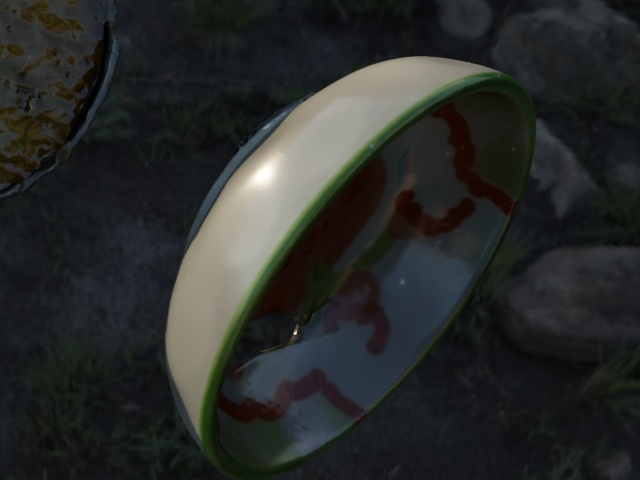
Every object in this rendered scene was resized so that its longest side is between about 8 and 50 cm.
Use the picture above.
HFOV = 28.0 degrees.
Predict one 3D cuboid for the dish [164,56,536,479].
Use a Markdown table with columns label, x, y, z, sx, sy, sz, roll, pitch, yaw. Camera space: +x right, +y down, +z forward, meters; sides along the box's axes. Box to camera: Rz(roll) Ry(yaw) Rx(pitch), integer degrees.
| label | x | y | z | sx | sy | sz | roll | pitch | yaw |
| --- | --- | --- | --- | --- | --- | --- | --- | --- | --- |
| dish | 0.000 | 0.000 | 0.881 | 0.124 | 0.324 | 0.324 | 38 | 54 | 25 |

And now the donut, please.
| label | x | y | z | sx | sy | sz | roll | pitch | yaw |
| --- | --- | --- | --- | --- | --- | --- | --- | --- | --- |
| donut | -0.270 | -0.163 | 0.919 | 0.272 | 0.272 | 0.107 | 5 | 21 | -6 |
